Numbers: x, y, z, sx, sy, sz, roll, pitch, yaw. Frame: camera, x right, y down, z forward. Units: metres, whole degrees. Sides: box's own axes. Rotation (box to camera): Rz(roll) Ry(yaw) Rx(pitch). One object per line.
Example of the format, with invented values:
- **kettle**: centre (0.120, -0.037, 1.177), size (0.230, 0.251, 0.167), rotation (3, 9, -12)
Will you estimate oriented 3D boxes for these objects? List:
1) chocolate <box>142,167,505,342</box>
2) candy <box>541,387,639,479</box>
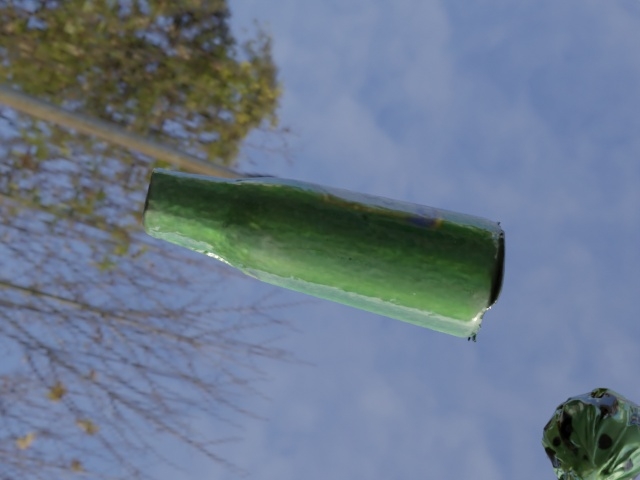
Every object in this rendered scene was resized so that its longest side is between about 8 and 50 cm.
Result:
- **chocolate**: centre (0.000, 0.000, 1.104), size (0.110, 0.291, 0.110), rotation (-166, -90, -85)
- **candy**: centre (0.196, 0.213, 1.042), size (0.091, 0.305, 0.083), rotation (-16, -72, 28)
